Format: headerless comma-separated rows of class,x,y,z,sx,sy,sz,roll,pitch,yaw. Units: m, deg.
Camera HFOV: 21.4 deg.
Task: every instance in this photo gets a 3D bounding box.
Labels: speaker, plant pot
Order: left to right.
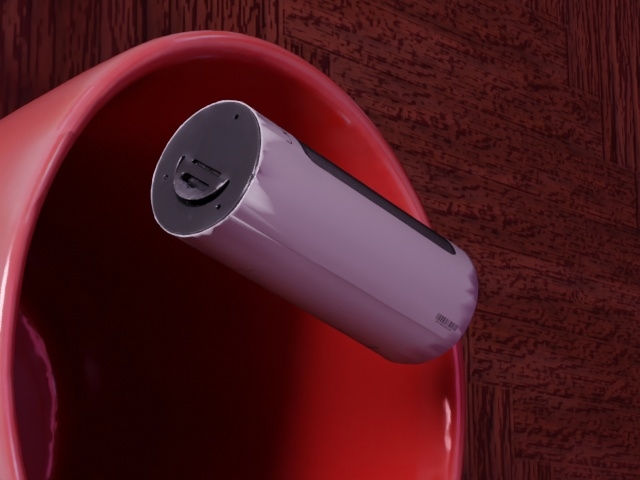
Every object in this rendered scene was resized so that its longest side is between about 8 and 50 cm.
plant pot,-0.112,0.068,0.724,0.275,0.243,0.274,15,70,-49
speaker,0.000,0.000,0.640,0.136,0.055,0.055,32,58,-42
